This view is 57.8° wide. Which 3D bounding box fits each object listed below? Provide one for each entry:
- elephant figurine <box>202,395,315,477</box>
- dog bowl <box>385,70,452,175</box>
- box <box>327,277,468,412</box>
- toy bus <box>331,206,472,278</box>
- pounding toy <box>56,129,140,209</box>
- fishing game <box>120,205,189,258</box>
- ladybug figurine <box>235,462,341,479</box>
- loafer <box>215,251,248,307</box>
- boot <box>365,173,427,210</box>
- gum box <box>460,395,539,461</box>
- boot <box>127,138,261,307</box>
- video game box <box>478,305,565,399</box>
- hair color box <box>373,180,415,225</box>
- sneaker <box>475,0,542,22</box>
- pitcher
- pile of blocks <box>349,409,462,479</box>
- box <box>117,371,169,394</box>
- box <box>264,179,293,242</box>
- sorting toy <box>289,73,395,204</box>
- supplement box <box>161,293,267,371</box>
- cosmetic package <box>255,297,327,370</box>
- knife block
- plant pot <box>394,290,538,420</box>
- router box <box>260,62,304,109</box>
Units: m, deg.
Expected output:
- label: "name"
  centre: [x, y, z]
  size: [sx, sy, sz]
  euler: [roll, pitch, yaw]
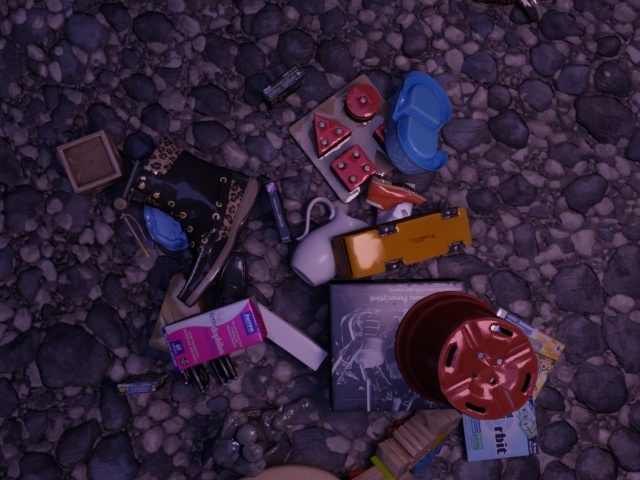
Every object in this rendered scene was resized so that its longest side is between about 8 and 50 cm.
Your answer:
- label: "elephant figurine"
  centre: [-0.151, 0.487, 1.476]
  size: [0.186, 0.239, 0.169]
  euler: [14, 104, 25]
- label: "dog bowl"
  centre: [0.247, -0.294, 1.482]
  size: [0.166, 0.074, 0.297]
  euler: [26, 58, -25]
- label: "box"
  centre: [0.190, 0.256, 1.467]
  size: [0.343, 0.179, 0.312]
  euler: [-2, 89, -2]
- label: "toy bus"
  centre: [0.206, 0.002, 1.437]
  size: [0.333, 0.130, 0.108]
  euler: [-15, 95, -20]
- label: "pounding toy"
  centre: [-0.548, -0.173, 1.510]
  size: [0.181, 0.094, 0.206]
  euler: [-22, 92, -4]
- label: "fishing game"
  centre: [-0.372, -0.066, 1.537]
  size: [0.264, 0.041, 0.189]
  euler: [-35, 97, -8]
- label: "ladybug figurine"
  centre: [-0.129, 0.717, 1.448]
  size: [0.449, 0.162, 0.305]
  euler: [-21, 89, -3]
- label: "loafer"
  centre: [-0.232, 0.140, 1.510]
  size: [0.076, 0.078, 0.223]
  euler: [8, 87, -2]
- label: "boot"
  centre: [0.193, -0.110, 1.496]
  size: [0.158, 0.059, 0.084]
  euler: [17, 107, -7]
- label: "gum box"
  centre: [0.464, 0.487, 1.510]
  size: [0.184, 0.041, 0.157]
  euler: [-8, 98, 4]
- label: "boot"
  centre: [-0.341, -0.052, 1.441]
  size: [0.284, 0.138, 0.377]
  euler: [28, 74, -11]
- label: "video game box"
  centre: [0.511, 0.305, 1.539]
  size: [0.205, 0.048, 0.187]
  euler: [30, 90, 0]
- label: "hair color box"
  centre: [0.193, -0.072, 1.543]
  size: [0.093, 0.053, 0.167]
  euler: [7, 86, -1]
- label: "sneaker"
  centre: [0.494, -0.656, 1.572]
  size: [0.118, 0.083, 0.222]
  euler: [-40, 96, 16]
- label: "pitcher"
  centre: [0.000, 0.000, 1.510]
  size: [0.178, 0.125, 0.207]
  euler: [37, 76, 14]
- label: "pile of blocks"
  centre: [0.205, 0.552, 1.506]
  size: [0.362, 0.149, 0.112]
  euler: [-39, 46, -11]
- label: "box"
  centre: [-0.445, 0.361, 1.467]
  size: [0.094, 0.137, 0.027]
  euler: [-3, 87, -1]
- label: "box"
  centre: [-0.107, -0.071, 1.504]
  size: [0.029, 0.116, 0.162]
  euler: [-17, 88, 0]
- label: "sorting toy"
  centre: [0.091, -0.274, 1.530]
  size: [0.257, 0.089, 0.255]
  euler: [-37, 89, -2]
- label: "supplement box"
  centre: [-0.251, 0.219, 1.397]
  size: [0.220, 0.114, 0.111]
  euler: [-20, 89, 0]
- label: "cosmetic package"
  centre: [-0.094, 0.239, 1.500]
  size: [0.239, 0.099, 0.060]
  euler: [35, 88, 0]
- label: "knife block"
  centre: [-0.303, 0.244, 1.501]
  size: [0.242, 0.088, 0.275]
  euler: [18, 87, -1]
- label: "plant pot"
  centre: [0.318, 0.251, 1.250]
  size: [0.272, 0.265, 0.272]
  euler: [0, 88, -3]
- label: "router box"
  centre: [-0.098, -0.405, 1.529]
  size: [0.122, 0.092, 0.038]
  euler: [-39, 89, -2]
